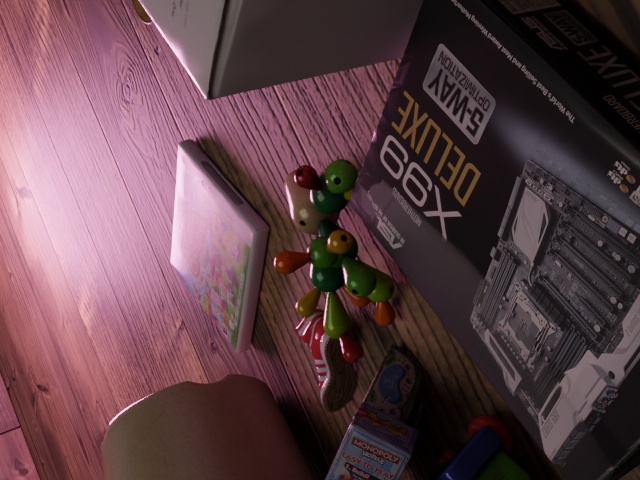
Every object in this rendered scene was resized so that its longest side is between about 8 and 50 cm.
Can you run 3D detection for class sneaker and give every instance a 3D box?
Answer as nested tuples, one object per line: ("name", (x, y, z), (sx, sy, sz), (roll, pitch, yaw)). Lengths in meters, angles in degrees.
("sneaker", (0.005, 0.127, 0.991), (0.067, 0.042, 0.118), (46, 146, 46))

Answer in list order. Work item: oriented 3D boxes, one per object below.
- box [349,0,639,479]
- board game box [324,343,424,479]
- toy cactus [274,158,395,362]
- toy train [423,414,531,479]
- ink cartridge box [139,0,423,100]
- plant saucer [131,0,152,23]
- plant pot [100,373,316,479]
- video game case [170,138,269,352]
("box", (0.158, -0.012, 0.637), (0.307, 0.076, 0.242), (54, 145, 27))
("board game box", (0.048, 0.201, 0.850), (0.060, 0.194, 0.194), (26, 135, 7))
("toy cactus", (0.000, 0.000, 0.880), (0.180, 0.112, 0.219), (-119, 10, -46))
("toy train", (0.135, 0.272, 0.823), (0.143, 0.105, 0.248), (42, 147, 14))
("ink cartridge box", (-0.051, -0.270, 0.694), (0.307, 0.223, 0.129), (55, 146, 26))
("plant saucer", (-0.217, -0.314, 1.141), (0.083, 0.015, 0.083), (33, 133, 46))
("plant pot", (-0.119, 0.342, 1.075), (0.305, 0.334, 0.334), (67, 151, 30))
("video game case", (-0.136, 0.008, 1.172), (0.193, 0.023, 0.212), (48, 142, 35))
